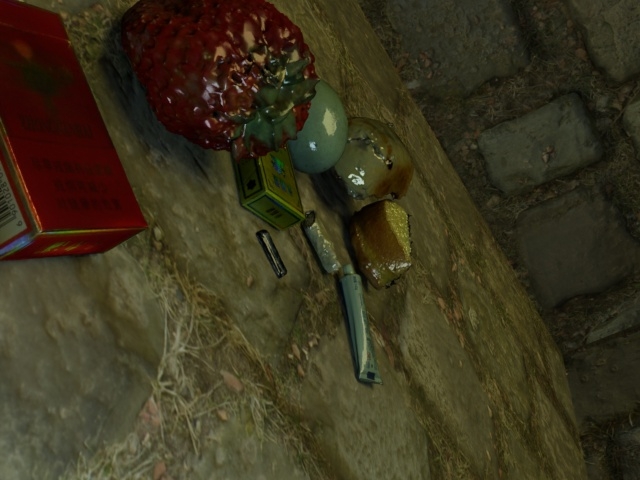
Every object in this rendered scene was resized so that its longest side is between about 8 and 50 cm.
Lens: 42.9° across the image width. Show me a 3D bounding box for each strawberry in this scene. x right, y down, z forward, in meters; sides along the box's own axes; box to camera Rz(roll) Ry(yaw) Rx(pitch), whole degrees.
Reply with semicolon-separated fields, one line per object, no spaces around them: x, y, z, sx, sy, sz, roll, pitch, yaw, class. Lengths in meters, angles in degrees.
-0.187;-0.306;1.357;0.351;0.267;0.312;46;17;29;strawberry

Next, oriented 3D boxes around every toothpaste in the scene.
0.081;0.169;1.690;0.069;0.047;0.268;66;11;-61;toothpaste

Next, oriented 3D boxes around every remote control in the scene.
-0.087;0.023;1.506;0.096;0.014;0.039;64;20;-2;remote control

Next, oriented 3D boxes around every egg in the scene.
-0.026;-0.253;1.759;0.169;0.169;0.236;36;33;-51;egg

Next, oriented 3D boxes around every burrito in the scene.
0.000;0.000;1.705;0.149;0.041;0.055;64;7;12;burrito

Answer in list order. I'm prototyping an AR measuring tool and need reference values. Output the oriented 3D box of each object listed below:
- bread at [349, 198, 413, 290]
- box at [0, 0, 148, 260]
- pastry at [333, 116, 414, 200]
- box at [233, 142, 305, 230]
0.135;-0.015;1.927;0.134;0.129;0.260;43;27;-27;bread
-0.347;-0.135;0.966;0.197;0.089;0.313;-6;71;-66;box
0.108;-0.215;1.939;0.237;0.170;0.256;42;24;30;pastry
-0.108;-0.142;1.583;0.141;0.064;0.220;34;33;-53;box
